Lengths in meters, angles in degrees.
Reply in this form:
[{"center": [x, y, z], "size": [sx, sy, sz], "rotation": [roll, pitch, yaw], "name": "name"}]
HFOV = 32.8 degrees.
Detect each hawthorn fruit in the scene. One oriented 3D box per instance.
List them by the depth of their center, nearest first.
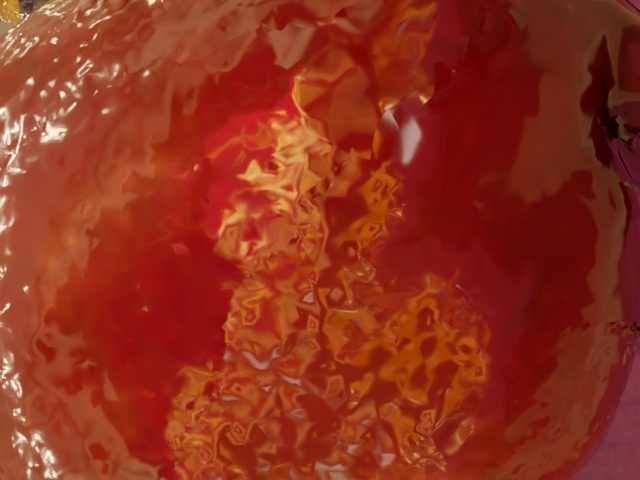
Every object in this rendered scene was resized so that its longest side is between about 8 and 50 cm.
[{"center": [-0.017, 0.003, 0.441], "size": [0.295, 0.295, 0.311], "rotation": [-86, 16, -48], "name": "hawthorn fruit"}]

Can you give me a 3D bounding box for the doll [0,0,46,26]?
[{"center": [-0.143, -0.144, 0.679], "size": [0.102, 0.179, 0.089], "rotation": [-56, -39, -66], "name": "doll"}]
